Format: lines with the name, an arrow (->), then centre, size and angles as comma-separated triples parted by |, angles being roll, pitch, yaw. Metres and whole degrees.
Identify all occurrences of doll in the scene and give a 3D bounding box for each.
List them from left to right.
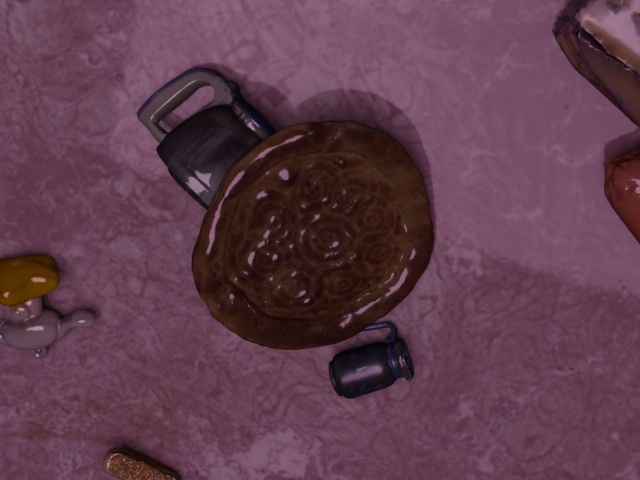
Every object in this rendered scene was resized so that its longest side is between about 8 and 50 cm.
doll -> -0.303, 0.075, 1.677 | 0.135, 0.071, 0.113 | 12, 114, 1

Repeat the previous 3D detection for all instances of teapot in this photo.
teapot -> -0.100, -0.096, 1.589 | 0.108, 0.149, 0.111 | -45, 132, 4
teapot -> 0.052, 0.126, 1.642 | 0.083, 0.063, 0.049 | -18, 133, 11

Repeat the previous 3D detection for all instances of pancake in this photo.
pancake -> 0.000, 0.000, 1.567 | 0.250, 0.031, 0.250 | -8, 115, -16

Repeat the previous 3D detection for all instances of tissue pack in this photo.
tissue pack -> 0.333, -0.142, 1.429 | 0.256, 0.215, 0.123 | 40, 98, -2

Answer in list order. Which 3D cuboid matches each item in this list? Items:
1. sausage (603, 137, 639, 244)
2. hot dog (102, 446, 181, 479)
sausage -> 0.380, 0.025, 1.534 | 0.086, 0.086, 0.289 | -39, 95, 17
hot dog -> -0.193, 0.248, 1.718 | 0.090, 0.034, 0.030 | 27, 97, -18
